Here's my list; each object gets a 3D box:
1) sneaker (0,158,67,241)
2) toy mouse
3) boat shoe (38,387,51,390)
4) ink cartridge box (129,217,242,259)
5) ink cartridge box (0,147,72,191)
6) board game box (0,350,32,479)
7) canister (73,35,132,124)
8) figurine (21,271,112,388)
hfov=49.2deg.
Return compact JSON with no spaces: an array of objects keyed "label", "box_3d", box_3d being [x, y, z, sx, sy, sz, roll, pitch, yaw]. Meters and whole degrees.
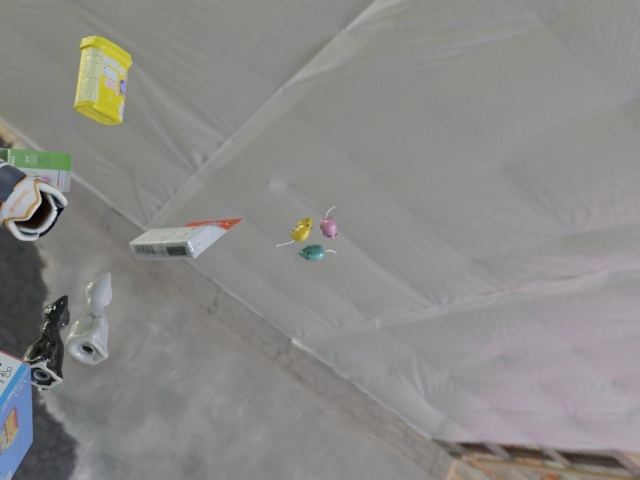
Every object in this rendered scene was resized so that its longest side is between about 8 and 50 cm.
[{"label":"sneaker","box_3d":[-0.550,-0.060,1.319,0.127,0.126,0.321,34,-6,-3]},{"label":"toy mouse","box_3d":[0.000,0.000,1.637,0.143,0.161,0.031,44,0,-36]},{"label":"boat shoe","box_3d":[-0.800,0.400,2.049,0.038,0.046,0.125,10,-51,-19]},{"label":"ink cartridge box","box_3d":[-0.336,-0.024,1.771,0.189,0.232,0.066,-3,-62,29]},{"label":"ink cartridge box","box_3d":[-0.765,-0.183,1.834,0.209,0.062,0.109,2,-28,-23]},{"label":"board game box","box_3d":[-0.445,0.141,0.686,0.302,0.086,0.308,27,-34,-7]},{"label":"canister","box_3d":[-0.507,-0.368,1.628,0.073,0.170,0.126,-4,-15,27]},{"label":"figurine","box_3d":[-0.534,0.180,1.506,0.215,0.209,0.092,-28,-49,18]}]
